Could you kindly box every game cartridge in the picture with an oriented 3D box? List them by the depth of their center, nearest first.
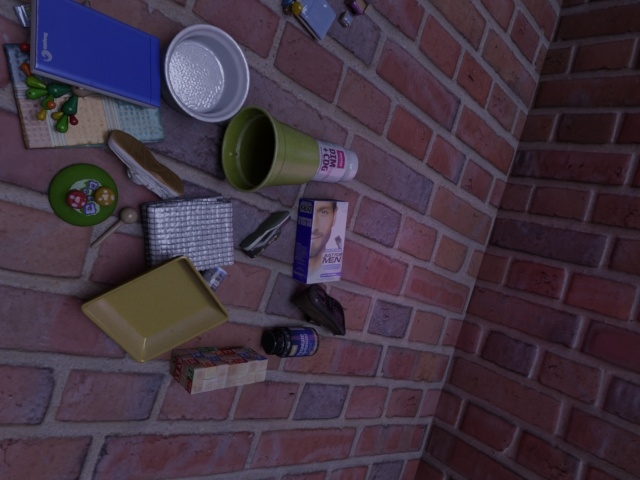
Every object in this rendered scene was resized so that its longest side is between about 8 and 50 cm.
[{"bbox_3d":[-0.729,-0.576,1.166,0.083,0.017,0.056,-31,123,-31],"label":"game cartridge"}]

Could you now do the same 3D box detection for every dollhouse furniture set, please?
[{"bbox_3d":[0.063,-0.860,1.651,0.286,0.198,0.304,37,77,-39],"label":"dollhouse furniture set"}]

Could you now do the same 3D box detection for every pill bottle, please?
[{"bbox_3d":[-0.396,0.149,1.589,0.078,0.078,0.137,45,72,-38],"label":"pill bottle"},{"bbox_3d":[0.001,-0.306,1.760,0.283,0.160,0.161,0,101,-41],"label":"pill bottle"},{"bbox_3d":[-0.122,0.415,1.858,0.219,0.122,0.123,8,95,-40],"label":"pill bottle"}]

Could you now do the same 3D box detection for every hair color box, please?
[{"bbox_3d":[0.000,0.000,1.873,0.185,0.110,0.339,-2,101,-39],"label":"hair color box"}]

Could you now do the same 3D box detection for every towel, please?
[{"bbox_3d":[-0.639,-0.400,1.273,0.370,0.040,0.272,-14,109,-36],"label":"towel"},{"bbox_3d":[-0.431,-0.023,1.494,0.283,0.121,0.235,-10,106,-37],"label":"towel"}]

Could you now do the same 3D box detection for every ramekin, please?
[{"bbox_3d":[-0.371,-0.509,1.409,0.277,0.135,0.278,-12,109,-38],"label":"ramekin"}]

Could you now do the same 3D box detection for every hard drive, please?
[{"bbox_3d":[-0.575,-0.491,1.194,0.318,0.040,0.210,5,80,-50],"label":"hard drive"}]

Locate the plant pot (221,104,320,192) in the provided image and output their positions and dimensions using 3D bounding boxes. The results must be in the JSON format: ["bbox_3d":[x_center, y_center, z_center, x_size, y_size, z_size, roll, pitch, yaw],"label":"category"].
[{"bbox_3d":[-0.147,-0.286,1.523,0.253,0.276,0.276,0,101,-48],"label":"plant pot"}]

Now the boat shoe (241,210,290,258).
[{"bbox_3d":[-0.196,-0.025,1.719,0.227,0.081,0.069,-41,127,-17],"label":"boat shoe"}]

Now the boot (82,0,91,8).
[{"bbox_3d":[-0.657,-0.581,1.204,0.087,0.042,0.119,-9,112,-46],"label":"boot"}]

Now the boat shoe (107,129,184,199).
[{"bbox_3d":[-0.536,-0.210,1.363,0.277,0.096,0.098,49,25,-43],"label":"boat shoe"}]

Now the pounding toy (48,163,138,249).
[{"bbox_3d":[-0.641,-0.102,1.295,0.183,0.110,0.237,-45,125,-23],"label":"pounding toy"}]

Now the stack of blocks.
[{"bbox_3d":[-0.361,0.451,1.631,0.297,0.171,0.087,5,97,-42],"label":"stack of blocks"}]

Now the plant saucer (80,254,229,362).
[{"bbox_3d":[-0.501,0.202,1.423,0.332,0.081,0.333,-26,135,-6],"label":"plant saucer"}]

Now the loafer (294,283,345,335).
[{"bbox_3d":[0.002,0.305,1.960,0.366,0.130,0.134,54,25,-43],"label":"loafer"}]

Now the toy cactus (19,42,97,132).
[{"bbox_3d":[-0.661,-0.398,1.178,0.180,0.112,0.219,-26,106,-42],"label":"toy cactus"}]
